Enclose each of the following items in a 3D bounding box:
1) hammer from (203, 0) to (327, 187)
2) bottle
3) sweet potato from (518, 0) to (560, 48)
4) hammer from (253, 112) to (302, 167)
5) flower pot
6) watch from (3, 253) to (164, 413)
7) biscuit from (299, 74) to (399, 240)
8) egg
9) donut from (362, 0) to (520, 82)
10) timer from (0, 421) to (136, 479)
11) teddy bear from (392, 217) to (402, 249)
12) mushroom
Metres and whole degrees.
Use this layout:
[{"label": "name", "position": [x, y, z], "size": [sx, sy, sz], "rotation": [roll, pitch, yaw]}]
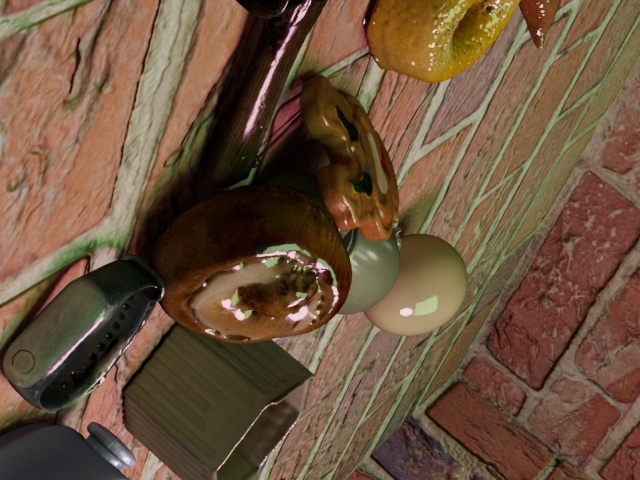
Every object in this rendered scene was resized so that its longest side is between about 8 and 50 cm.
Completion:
[{"label": "hammer", "position": [-0.053, -0.206, 1.421], "size": [0.242, 0.095, 0.409], "rotation": [-36, 163, -44]}, {"label": "bottle", "position": [-0.002, 0.001, 1.845], "size": [0.168, 0.168, 0.347], "rotation": [-52, 160, 1]}, {"label": "sweet potato", "position": [0.309, -0.430, 1.893], "size": [0.355, 0.095, 0.106], "rotation": [76, 8, -57]}, {"label": "hammer", "position": [-0.049, -0.135, 1.676], "size": [0.123, 0.014, 0.029], "rotation": [-46, 172, -24]}, {"label": "flower pot", "position": [-0.147, 0.232, 1.885], "size": [0.239, 0.189, 0.209], "rotation": [-54, 164, 1]}, {"label": "watch", "position": [-0.267, 0.105, 1.501], "size": [0.206, 0.068, 0.193], "rotation": [-49, 168, 4]}, {"label": "biscuit", "position": [0.052, -0.101, 1.736], "size": [0.047, 0.202, 0.334], "rotation": [-15, 170, 14]}, {"label": "egg", "position": [0.171, 0.085, 2.452], "size": [0.241, 0.186, 0.186], "rotation": [-29, 153, -43]}, {"label": "donut", "position": [0.178, -0.320, 1.730], "size": [0.277, 0.108, 0.277], "rotation": [-46, 163, -18]}, {"label": "timer", "position": [-0.374, 0.394, 1.638], "size": [0.395, 0.173, 0.395], "rotation": [-46, 162, -19]}, {"label": "teddy bear", "position": [0.076, 0.014, 2.169], "size": [0.213, 0.111, 0.133], "rotation": [-59, 159, 19]}, {"label": "mushroom", "position": [-0.085, 0.033, 1.589], "size": [0.253, 0.253, 0.153], "rotation": [106, -17, -53]}]
